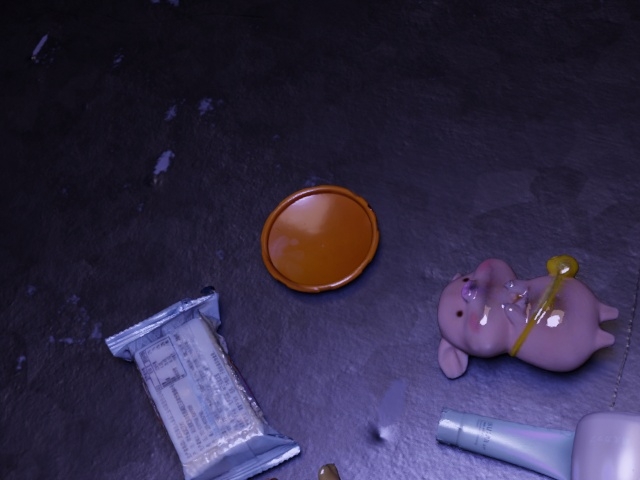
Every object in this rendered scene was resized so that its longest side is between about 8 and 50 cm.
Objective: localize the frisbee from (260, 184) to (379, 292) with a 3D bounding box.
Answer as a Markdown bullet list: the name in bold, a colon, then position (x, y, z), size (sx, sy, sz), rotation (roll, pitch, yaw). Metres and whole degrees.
- **frisbee**: position (0.000, 0.000, 1.556), size (0.192, 0.035, 0.192), rotation (-5, 60, 9)

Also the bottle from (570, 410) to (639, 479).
- **bottle**: position (0.379, 0.344, 1.225), size (0.148, 0.147, 0.236), rotation (9, 67, 17)

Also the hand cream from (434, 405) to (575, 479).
- **hand cream**: position (0.261, 0.277, 1.344), size (0.205, 0.050, 0.078), rotation (12, 65, 14)

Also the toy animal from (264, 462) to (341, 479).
- **toy animal**: position (0.056, 0.385, 1.264), size (0.281, 0.169, 0.195), rotation (-1, 104, 6)

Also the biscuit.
- **biscuit**: position (-0.175, 0.223, 1.450), size (0.186, 0.079, 0.309), rotation (-30, 60, -7)

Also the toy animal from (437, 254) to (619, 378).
- **toy animal**: position (0.288, 0.104, 1.379), size (0.248, 0.149, 0.165), rotation (5, 50, 23)
